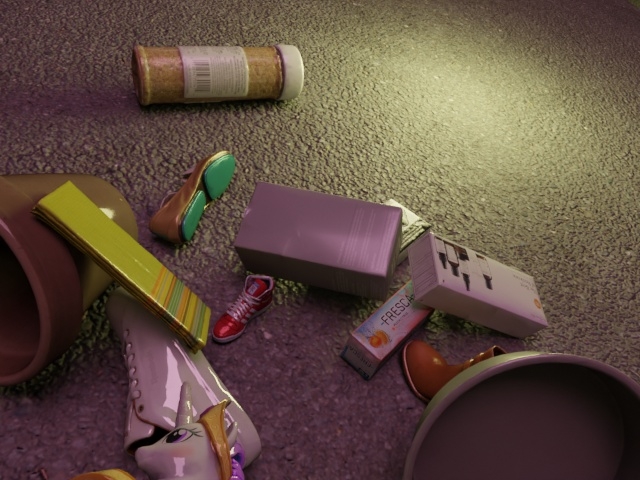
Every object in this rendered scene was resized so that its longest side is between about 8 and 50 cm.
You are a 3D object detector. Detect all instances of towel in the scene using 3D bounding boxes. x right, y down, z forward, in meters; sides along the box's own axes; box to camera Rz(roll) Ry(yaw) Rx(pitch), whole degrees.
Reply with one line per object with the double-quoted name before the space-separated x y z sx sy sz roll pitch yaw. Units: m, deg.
"towel" -0.220 0.031 0.611 0.237 0.021 0.102 47 7 -19

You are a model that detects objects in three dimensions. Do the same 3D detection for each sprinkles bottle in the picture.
"sprinkles bottle" -0.218 -0.363 1.140 0.355 0.121 0.121 -9 50 -24

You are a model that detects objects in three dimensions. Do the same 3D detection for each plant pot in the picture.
"plant pot" -0.367 0.014 0.670 0.263 0.263 0.229 25 27 9

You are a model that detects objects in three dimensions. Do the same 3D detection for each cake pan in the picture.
"cake pan" 0.231 0.252 0.585 0.293 0.293 0.054 11 12 -5

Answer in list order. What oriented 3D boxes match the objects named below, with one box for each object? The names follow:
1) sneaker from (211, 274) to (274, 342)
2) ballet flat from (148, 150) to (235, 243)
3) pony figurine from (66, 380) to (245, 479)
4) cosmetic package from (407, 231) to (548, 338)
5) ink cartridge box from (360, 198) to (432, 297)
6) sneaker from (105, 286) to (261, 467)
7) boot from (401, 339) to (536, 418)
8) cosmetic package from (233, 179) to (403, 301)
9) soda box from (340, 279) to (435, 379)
"sneaker" -0.111 0.094 0.762 0.042 0.067 0.118 34 47 18
"ballet flat" -0.222 -0.087 0.906 0.073 0.080 0.232 8 42 13
"pony figurine" -0.133 0.279 0.383 0.363 0.303 0.351 -8 44 -48
"cosmetic package" 0.251 0.075 0.829 0.239 0.060 0.099 20 50 -27
"ink cartridge box" 0.100 0.008 0.924 0.097 0.046 0.207 37 48 21
"sneaker" -0.203 0.173 0.631 0.123 0.106 0.290 -27 60 -38
"boot" 0.195 0.183 0.703 0.073 0.152 0.197 -15 53 -29
"cosmetic package" 0.000 0.000 0.813 0.238 0.107 0.127 12 64 15
"soda box" 0.113 0.127 0.798 0.058 0.063 0.183 40 48 20
